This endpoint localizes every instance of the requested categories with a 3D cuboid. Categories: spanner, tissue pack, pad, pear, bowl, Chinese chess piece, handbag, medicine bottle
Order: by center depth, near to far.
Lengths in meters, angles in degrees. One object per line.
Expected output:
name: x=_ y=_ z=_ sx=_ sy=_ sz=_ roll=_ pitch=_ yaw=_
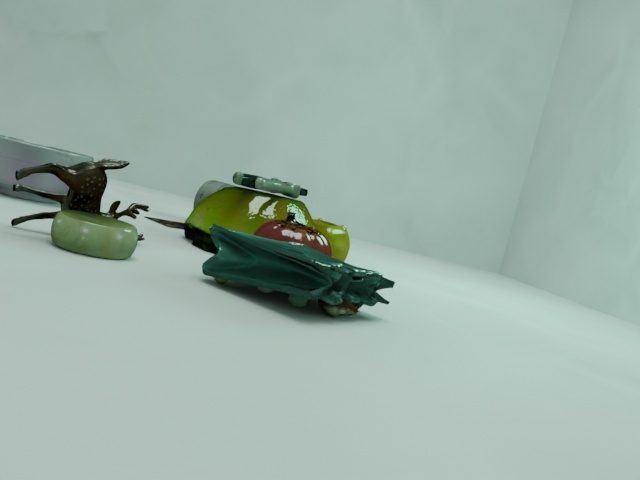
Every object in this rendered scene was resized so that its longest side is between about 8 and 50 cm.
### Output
Chinese chess piece: x=-0.394 y=-0.010 z=1.041 sx=0.144 sy=0.059 sz=0.144 roll=15 pitch=6 yaw=-2
handbag: x=-0.045 y=0.061 z=1.053 sx=0.274 sy=0.100 sz=0.268 roll=18 pitch=2 yaw=33
spanner: x=-0.110 y=-0.137 z=1.529 sx=0.095 sy=0.040 sz=0.324 roll=17 pitch=6 yaw=23
bowl: x=-0.758 y=-0.185 z=1.563 sx=0.286 sy=0.144 sz=0.287 roll=15 pitch=4 yaw=-1
pear: x=-0.158 y=-0.045 z=1.564 sx=0.398 sy=0.165 sz=0.399 roll=14 pitch=4 yaw=-1
tissue pack: x=0.000 y=0.000 z=1.794 sx=0.123 sy=0.127 sz=0.178 roll=7 pitch=7 yaw=-43
pad: x=-0.404 y=-0.042 z=1.826 sx=0.234 sy=0.003 sz=0.158 roll=10 pitch=6 yaw=-45
medicine bottle: x=-0.263 y=-0.096 z=1.968 sx=0.288 sy=0.157 sz=0.157 roll=16 pitch=4 yaw=22

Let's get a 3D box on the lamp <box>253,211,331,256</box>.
lamp: x=-0.062 y=0.012 z=1.312 sx=0.181 sy=0.140 sz=0.182 roll=17 pitch=8 yaw=-3

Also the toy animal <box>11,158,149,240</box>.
toy animal: x=-0.433 y=-0.067 z=1.116 sx=0.259 sy=0.087 sz=0.243 roll=2 pitch=-23 yaw=-30
